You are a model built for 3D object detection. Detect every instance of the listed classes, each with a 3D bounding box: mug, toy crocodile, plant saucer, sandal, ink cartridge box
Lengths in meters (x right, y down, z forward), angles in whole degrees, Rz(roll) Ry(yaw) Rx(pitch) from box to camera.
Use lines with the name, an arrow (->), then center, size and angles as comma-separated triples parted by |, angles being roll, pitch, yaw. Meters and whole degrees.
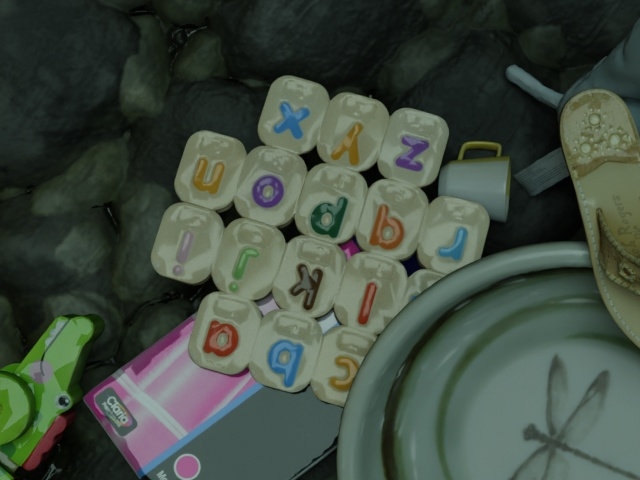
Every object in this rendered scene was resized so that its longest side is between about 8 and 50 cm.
mug -> 0.144, -0.052, 1.361 | 0.064, 0.078, 0.062 | 3, 114, 11
toy crocodile -> -0.300, 0.205, 1.296 | 0.105, 0.115, 0.340 | 38, 86, 1
plant saucer -> 0.217, 0.186, 1.255 | 0.400, 0.100, 0.400 | 2, 104, 8
sandal -> 0.244, -0.002, 1.117 | 0.088, 0.079, 0.240 | -23, 92, 9
ink cartridge box -> -0.017, 0.105, 1.332 | 0.371, 0.069, 0.176 | -36, 81, -7

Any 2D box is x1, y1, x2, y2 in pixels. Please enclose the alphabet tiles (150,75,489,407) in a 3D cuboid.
alphabet tiles -> 0.000, 0.000, 1.306 | 0.284, 0.021, 0.278 | 15, 80, 4

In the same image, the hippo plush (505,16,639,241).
hippo plush -> 0.345, -0.077, 1.286 | 0.237, 0.294, 0.234 | -1, 82, -22
